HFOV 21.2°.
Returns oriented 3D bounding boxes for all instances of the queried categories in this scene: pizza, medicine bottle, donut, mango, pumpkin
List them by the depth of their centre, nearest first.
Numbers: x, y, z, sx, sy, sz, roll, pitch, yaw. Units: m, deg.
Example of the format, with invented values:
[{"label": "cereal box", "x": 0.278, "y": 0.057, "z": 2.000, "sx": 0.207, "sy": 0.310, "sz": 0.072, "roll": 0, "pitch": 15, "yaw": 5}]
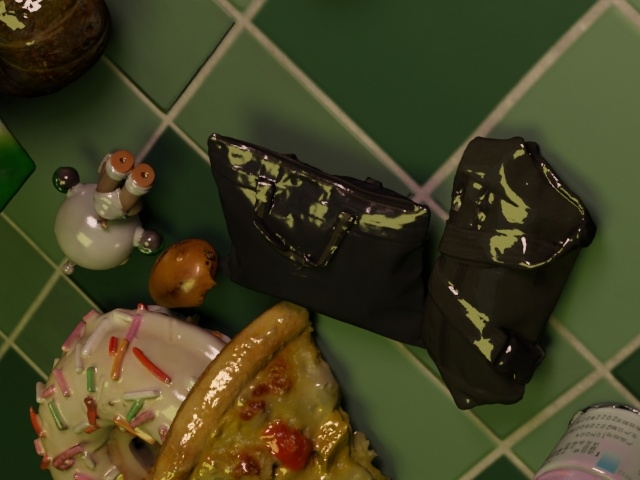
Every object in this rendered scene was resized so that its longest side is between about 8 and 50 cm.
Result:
[{"label": "medicine bottle", "x": 0.269, "y": 0.259, "z": 1.676, "sx": 0.135, "sy": 0.168, "sz": 0.135, "roll": 20, "pitch": 130, "yaw": 25}, {"label": "pumpkin", "x": -0.310, "y": -0.252, "z": 1.756, "sx": 0.219, "sy": 0.162, "sz": 0.219, "roll": 34, "pitch": 160, "yaw": 14}, {"label": "pizza", "x": -0.018, "y": 0.221, "z": 1.878, "sx": 0.288, "sy": 0.280, "sz": 0.075, "roll": 31, "pitch": 173, "yaw": -20}, {"label": "mango", "x": -0.155, "y": 0.039, "z": 1.898, "sx": 0.063, "sy": 0.077, "sz": 0.127, "roll": 30, "pitch": 154, "yaw": -18}, {"label": "donut", "x": -0.180, "y": 0.255, "z": 2.027, "sx": 0.383, "sy": 0.142, "sz": 0.382, "roll": 18, "pitch": 129, "yaw": 24}]

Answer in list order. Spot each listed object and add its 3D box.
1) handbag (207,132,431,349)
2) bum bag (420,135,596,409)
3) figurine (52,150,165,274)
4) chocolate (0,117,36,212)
[{"label": "handbag", "x": 0.000, "y": 0.000, "z": 1.748, "sx": 0.254, "sy": 0.088, "sz": 0.211, "roll": 21, "pitch": 141, "yaw": 19}, {"label": "bum bag", "x": 0.173, "y": 0.046, "z": 1.655, "sx": 0.142, "sy": 0.080, "sz": 0.326, "roll": 25, "pitch": 131, "yaw": 18}, {"label": "figurine", "x": -0.233, "y": -0.035, "z": 1.892, "sx": 0.147, "sy": 0.093, "sz": 0.197, "roll": 37, "pitch": 132, "yaw": -3}, {"label": "chocolate", "x": -0.462, "y": -0.171, "z": 1.767, "sx": 0.341, "sy": 0.161, "sz": 0.360, "roll": 55, "pitch": 174, "yaw": -24}]
